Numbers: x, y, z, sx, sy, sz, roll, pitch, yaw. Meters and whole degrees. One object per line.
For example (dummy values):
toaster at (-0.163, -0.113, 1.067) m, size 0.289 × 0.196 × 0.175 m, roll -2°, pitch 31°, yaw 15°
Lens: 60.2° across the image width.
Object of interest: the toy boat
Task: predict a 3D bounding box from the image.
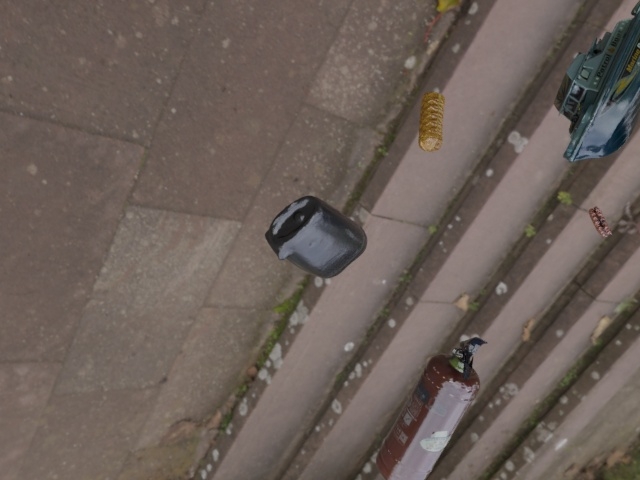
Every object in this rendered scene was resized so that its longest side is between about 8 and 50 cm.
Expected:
toy boat at (0.426, -0.232, 0.819) m, size 0.296 × 0.122 × 0.114 m, roll -56°, pitch 160°, yaw -16°

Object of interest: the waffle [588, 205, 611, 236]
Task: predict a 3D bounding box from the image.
waffle at (0.657, -0.043, 1.299) m, size 0.029 × 0.075 × 0.083 m, roll -26°, pitch -177°, yaw 24°

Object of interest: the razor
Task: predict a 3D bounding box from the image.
razor at (0.000, 0.000, 0.684) m, size 0.090 × 0.054 × 0.148 m, roll -42°, pitch 150°, yaw 9°

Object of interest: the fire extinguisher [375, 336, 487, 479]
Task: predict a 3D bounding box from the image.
fire extinguisher at (0.210, 0.300, 0.989) m, size 0.344 × 0.102 × 0.138 m, roll -67°, pitch 172°, yaw 21°

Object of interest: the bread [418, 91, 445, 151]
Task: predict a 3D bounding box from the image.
bread at (0.236, -0.254, 1.172) m, size 0.052 × 0.157 × 0.044 m, roll 13°, pitch 150°, yaw -5°
